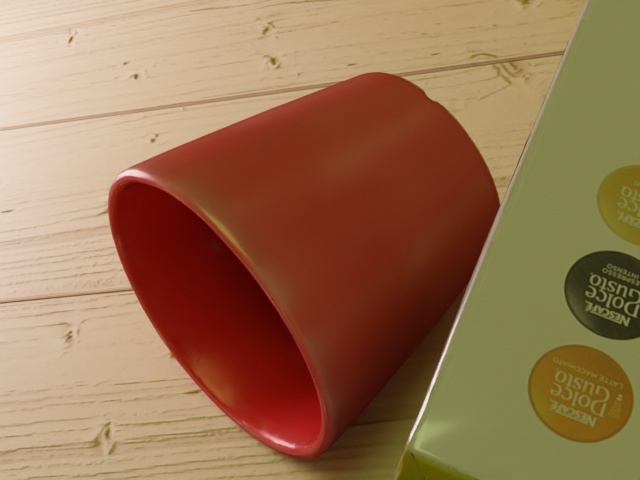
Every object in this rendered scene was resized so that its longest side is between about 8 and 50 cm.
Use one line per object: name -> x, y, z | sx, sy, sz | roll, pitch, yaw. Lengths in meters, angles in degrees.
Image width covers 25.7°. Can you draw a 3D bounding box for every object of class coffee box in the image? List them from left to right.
coffee box -> 0.235, 0.119, 0.840 | 0.337, 0.338, 0.334 | 22, 59, 7

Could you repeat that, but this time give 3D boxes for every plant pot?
plant pot -> 0.000, 0.000, 1.168 | 0.243, 0.275, 0.275 | -36, 47, -25
